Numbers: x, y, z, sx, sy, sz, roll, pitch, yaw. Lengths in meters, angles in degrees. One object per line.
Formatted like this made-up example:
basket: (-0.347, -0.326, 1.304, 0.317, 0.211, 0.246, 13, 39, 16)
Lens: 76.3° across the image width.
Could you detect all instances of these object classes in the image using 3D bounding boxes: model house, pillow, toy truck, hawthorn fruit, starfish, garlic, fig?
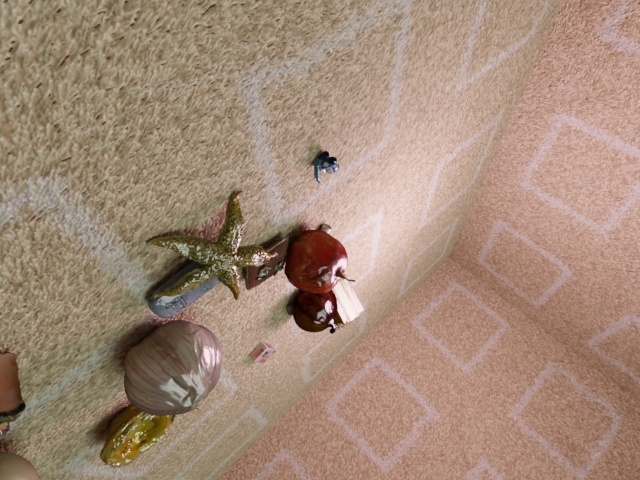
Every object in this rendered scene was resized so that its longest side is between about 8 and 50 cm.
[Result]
model house: (-0.730, 0.343, 0.813, 0.183, 0.166, 0.172, 17, 116, -50)
pillow: (-0.182, 0.082, 1.407, 0.179, 0.075, 0.171, -33, 152, -33)
toy truck: (0.010, -0.227, 1.276, 0.090, 0.073, 0.056, -47, 155, -5)
hawthorn fruit: (0.010, 0.093, 1.495, 0.242, 0.271, 0.242, -56, 162, -29)
starfish: (-0.282, 0.064, 1.123, 0.358, 0.078, 0.347, -45, 138, -18)
garlic: (-0.433, 0.395, 1.239, 0.317, 0.259, 0.317, -32, 147, -24)
fig: (-0.016, 0.312, 1.864, 0.235, 0.214, 0.235, -18, 117, -39)

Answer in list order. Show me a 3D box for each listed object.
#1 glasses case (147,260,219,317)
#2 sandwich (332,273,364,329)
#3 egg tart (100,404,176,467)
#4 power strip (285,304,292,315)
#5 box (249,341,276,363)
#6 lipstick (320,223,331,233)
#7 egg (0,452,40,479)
glasses case: (-0.361, 0.114, 1.173, 0.282, 0.067, 0.109, -37, 146, -21)
sandwich: (0.111, 0.317, 2.067, 0.155, 0.198, 0.227, -31, 150, -32)
egg tart: (-0.643, 0.658, 1.440, 0.288, 0.118, 0.288, -35, 150, -23)
power strip: (-0.143, 0.318, 1.862, 0.017, 0.027, 0.083, -39, 153, -22)
box: (-0.274, 0.538, 1.946, 0.089, 0.043, 0.125, -46, 155, -5)
lipstick: (0.000, 0.000, 1.624, 0.040, 0.040, 0.141, -17, 140, -48)
egg: (-0.833, 0.661, 1.020, 0.219, 0.219, 0.269, -13, 139, -51)
